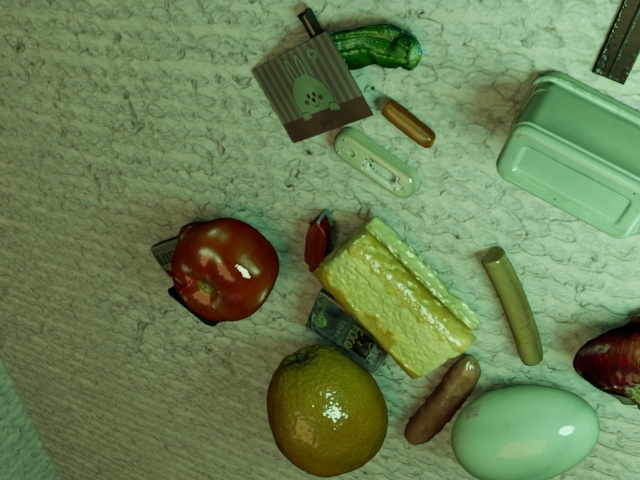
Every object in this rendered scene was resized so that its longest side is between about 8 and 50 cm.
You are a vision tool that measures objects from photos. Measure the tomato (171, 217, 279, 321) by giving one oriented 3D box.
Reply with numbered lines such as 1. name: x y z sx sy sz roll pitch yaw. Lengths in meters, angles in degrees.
1. tomato: -0.241 0.072 2.072 0.299 0.226 0.298 15 125 22

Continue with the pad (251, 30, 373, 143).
1. pad: -0.025 -0.327 1.715 0.300 0.005 0.202 -8 118 53

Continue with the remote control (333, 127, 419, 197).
1. remote control: 0.122 -0.171 1.744 0.221 0.042 0.078 35 138 9

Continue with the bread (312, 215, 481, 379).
1. bread: 0.176 0.145 1.861 0.375 0.165 0.236 44 136 -2

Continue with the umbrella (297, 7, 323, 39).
1. umbrella: -0.005 -0.426 1.649 0.133 0.031 0.036 60 163 -18

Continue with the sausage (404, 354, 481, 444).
1. sausage: 0.315 0.431 2.043 0.088 0.088 0.433 35 138 10

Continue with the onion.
1. onion: 0.661 0.240 1.588 0.272 0.195 0.272 16 165 4

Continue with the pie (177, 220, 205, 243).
1. pie: -0.340 0.012 2.212 0.154 0.036 0.154 7 120 13

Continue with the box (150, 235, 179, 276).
1. box: -0.420 0.045 2.324 0.177 0.036 0.115 -16 112 43

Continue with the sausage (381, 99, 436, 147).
1. sausage: 0.187 -0.243 1.639 0.131 0.041 0.039 40 132 4

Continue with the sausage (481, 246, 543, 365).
1. sausage: 0.437 0.154 1.747 0.066 0.066 0.301 -6 120 39

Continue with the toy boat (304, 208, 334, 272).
1. toy boat: 0.000 0.000 1.960 0.069 0.059 0.173 21 126 22

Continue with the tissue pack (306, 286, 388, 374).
1. tissue pack: 0.085 0.231 2.064 0.235 0.073 0.173 35 138 10

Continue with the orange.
1. orange: 0.014 0.462 2.132 0.322 0.322 0.357 -12 105 42

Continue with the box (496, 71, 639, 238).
1. box: 0.474 -0.144 1.401 0.312 0.182 0.175 31 136 14

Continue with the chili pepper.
1. chili pepper: 0.100 -0.388 1.578 0.224 0.061 0.098 12 129 37

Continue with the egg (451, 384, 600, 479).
1. egg: 0.476 0.454 1.835 0.371 0.230 0.230 -26 105 38

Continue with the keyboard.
1. keyboard: 0.524 -0.359 1.320 0.064 0.010 0.198 27 135 15

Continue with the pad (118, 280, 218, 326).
1. pad: -0.400 0.134 2.223 0.323 0.250 0.055 20 106 11
